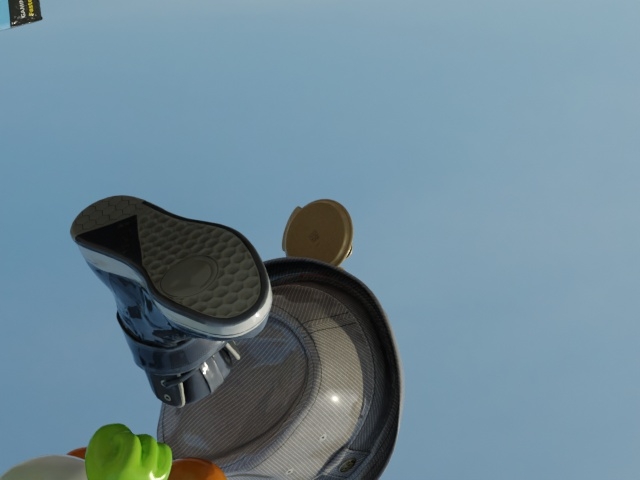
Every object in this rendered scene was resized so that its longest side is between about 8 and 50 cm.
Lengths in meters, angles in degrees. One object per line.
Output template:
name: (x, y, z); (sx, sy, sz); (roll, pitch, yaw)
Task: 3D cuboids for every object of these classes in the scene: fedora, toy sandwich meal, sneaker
fedora: (-0.057, 0.144, 1.608); (0.124, 0.275, 0.244); (0, -124, -58)
toy sandwich meal: (0.000, 0.000, 1.680); (0.085, 0.085, 0.029); (22, 178, 37)
sneaker: (-0.088, 0.065, 1.351); (0.086, 0.163, 0.226); (-35, -146, -20)

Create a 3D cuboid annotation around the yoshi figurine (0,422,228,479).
yoshi figurine: (-0.225, 0.171, 1.281); (0.203, 0.203, 0.362); (48, -162, 26)

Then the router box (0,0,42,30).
router box: (-0.286, -0.240, 1.337); (0.133, 0.179, 0.046); (-22, -158, -40)
